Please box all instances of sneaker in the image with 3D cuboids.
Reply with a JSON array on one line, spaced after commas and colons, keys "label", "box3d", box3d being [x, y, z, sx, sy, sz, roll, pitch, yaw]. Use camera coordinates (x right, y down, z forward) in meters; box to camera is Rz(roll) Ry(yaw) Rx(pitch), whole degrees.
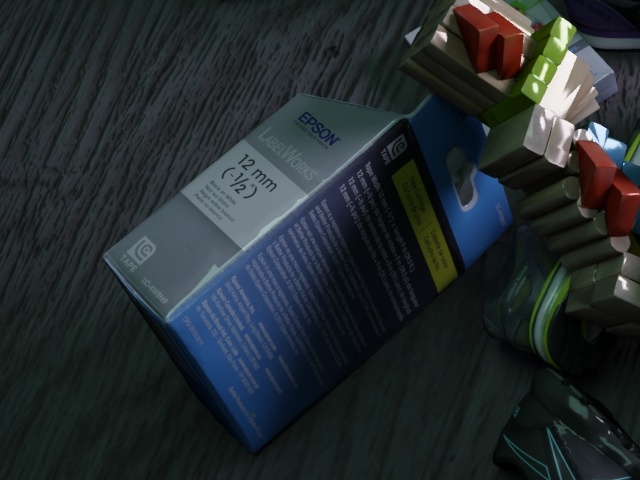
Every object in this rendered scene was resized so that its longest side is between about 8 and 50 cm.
[{"label": "sneaker", "box3d": [0.254, 0.227, 1.438, 0.106, 0.101, 0.267, -49, 52, 6]}, {"label": "sneaker", "box3d": [0.378, -0.253, 1.676, 0.283, 0.124, 0.107, 0, 58, 18]}, {"label": "sneaker", "box3d": [0.249, -0.012, 1.576, 0.121, 0.111, 0.300, 9, 51, 43]}]

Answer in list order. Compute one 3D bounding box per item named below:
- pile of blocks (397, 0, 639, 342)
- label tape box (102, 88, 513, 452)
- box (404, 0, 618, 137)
[{"label": "pile of blocks", "box3d": [0.220, -0.082, 1.435, 0.149, 0.112, 0.362, -36, 94, -25]}, {"label": "label tape box", "box3d": [0.000, 0.000, 1.558, 0.347, 0.249, 0.115, -42, 53, -12]}, {"label": "box", "box3d": [0.195, -0.183, 1.746, 0.145, 0.038, 0.186, -32, 53, -4]}]
